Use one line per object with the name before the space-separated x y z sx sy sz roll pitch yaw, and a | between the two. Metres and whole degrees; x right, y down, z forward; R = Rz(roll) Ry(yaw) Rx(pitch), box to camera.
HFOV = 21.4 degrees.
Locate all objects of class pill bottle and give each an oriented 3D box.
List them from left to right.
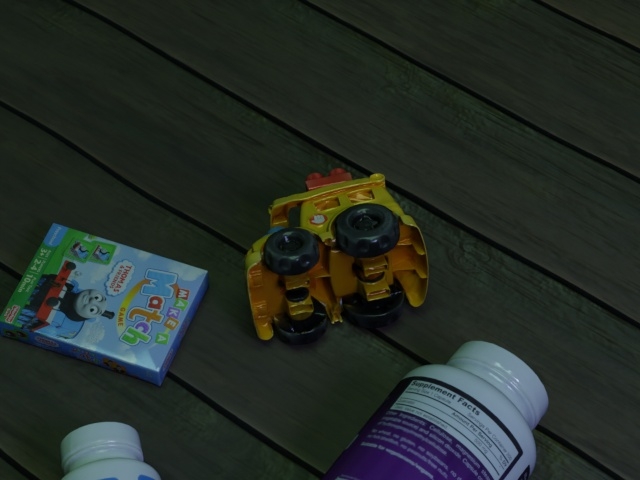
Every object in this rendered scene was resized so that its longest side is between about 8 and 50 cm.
pill bottle | -0.226 0.316 1.857 0.124 0.124 0.221 -8 55 -7
pill bottle | 0.115 0.264 1.868 0.181 0.181 0.323 31 59 19

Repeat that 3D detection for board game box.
board game box | -0.264 0.076 2.080 0.211 0.039 0.160 17 55 10

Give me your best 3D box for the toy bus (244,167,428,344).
toy bus | 0.000 0.000 2.089 0.220 0.149 0.211 -14 43 -8
